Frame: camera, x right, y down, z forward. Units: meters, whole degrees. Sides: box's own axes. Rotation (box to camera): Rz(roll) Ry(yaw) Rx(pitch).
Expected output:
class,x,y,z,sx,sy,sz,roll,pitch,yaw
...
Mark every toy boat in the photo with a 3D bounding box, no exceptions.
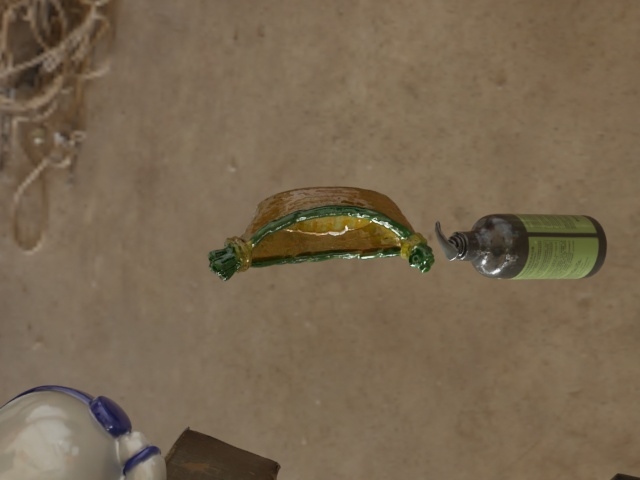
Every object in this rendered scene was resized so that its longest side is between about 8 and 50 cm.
class,x,y,z,sx,sy,sz,roll,pitch,yaw
toy boat,0.000,0.000,1.193,0.089,0.229,0.088,102,163,-52

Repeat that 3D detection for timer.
class,x,y,z,sx,sy,sz,roll,pitch,yaw
timer,-0.137,0.272,0.917,0.383,0.270,0.270,49,127,20

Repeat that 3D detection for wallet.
class,x,y,z,sx,sy,sz,roll,pitch,yaw
wallet,-0.109,0.248,1.212,0.122,0.232,0.031,20,97,3

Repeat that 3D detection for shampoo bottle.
class,x,y,z,sx,sy,sz,roll,pitch,yaw
shampoo bottle,0.301,0.009,1.817,0.101,0.284,0.101,-1,89,59

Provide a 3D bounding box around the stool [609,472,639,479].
class,x,y,z,sx,sy,sz,roll,pitch,yaw
stool,0.400,0.411,1.468,0.232,0.141,0.232,7,107,23
